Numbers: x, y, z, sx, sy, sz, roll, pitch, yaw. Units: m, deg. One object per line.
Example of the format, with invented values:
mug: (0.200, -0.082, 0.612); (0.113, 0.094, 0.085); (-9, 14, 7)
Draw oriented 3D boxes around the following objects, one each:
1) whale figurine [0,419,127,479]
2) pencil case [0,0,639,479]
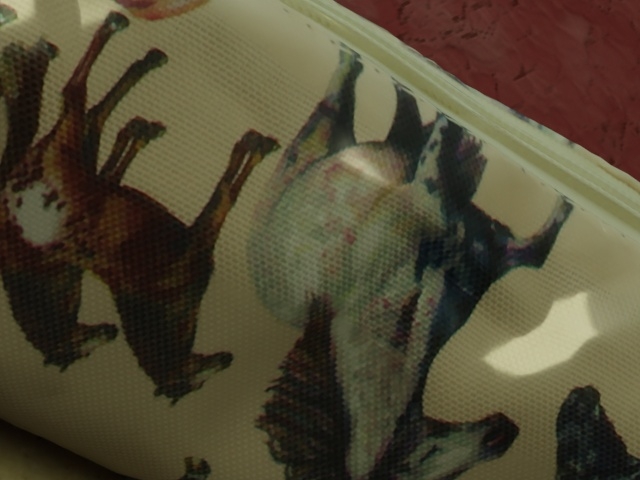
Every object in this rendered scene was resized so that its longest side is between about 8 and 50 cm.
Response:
whale figurine: (-0.069, 0.119, 0.562); (0.216, 0.141, 0.272); (53, 29, 17)
pencil case: (0.000, 0.000, 0.465); (0.410, 0.183, 0.160); (31, 20, -21)
